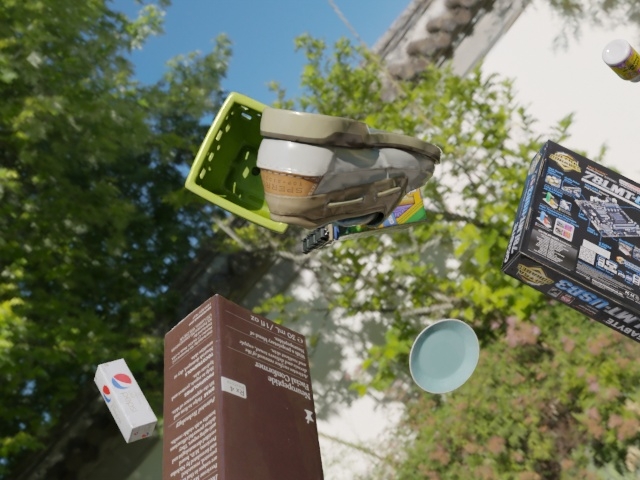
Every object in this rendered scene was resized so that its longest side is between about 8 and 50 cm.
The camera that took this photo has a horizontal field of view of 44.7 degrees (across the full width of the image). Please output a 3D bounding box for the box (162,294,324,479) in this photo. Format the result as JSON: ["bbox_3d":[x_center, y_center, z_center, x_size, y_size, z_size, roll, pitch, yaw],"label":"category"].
[{"bbox_3d":[-0.111,0.282,1.098,0.143,0.191,0.381,-38,41,28],"label":"box"}]

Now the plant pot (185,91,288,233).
[{"bbox_3d":[-0.135,-0.150,1.651,0.207,0.227,0.228,138,157,-84],"label":"plant pot"}]

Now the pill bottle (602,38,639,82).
[{"bbox_3d":[0.472,-0.274,1.202,0.083,0.043,0.043,22,-67,-42],"label":"pill bottle"}]

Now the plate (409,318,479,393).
[{"bbox_3d":[0.293,0.275,1.862,0.188,0.188,0.024,-49,23,-5],"label":"plate"}]

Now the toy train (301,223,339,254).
[{"bbox_3d":[0.000,0.000,1.163,0.158,0.036,0.027,142,127,-77],"label":"toy train"}]

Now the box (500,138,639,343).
[{"bbox_3d":[0.477,-0.002,1.322,0.293,0.296,0.073,-65,1,-40],"label":"box"}]

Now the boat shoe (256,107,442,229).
[{"bbox_3d":[0.031,-0.066,0.793,0.302,0.113,0.103,-1,-78,-58],"label":"boat shoe"}]

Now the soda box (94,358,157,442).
[{"bbox_3d":[-0.508,0.414,2.023,0.074,0.216,0.069,-10,-42,-39],"label":"soda box"}]

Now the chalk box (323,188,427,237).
[{"bbox_3d":[0.082,-0.098,1.917,0.289,0.179,0.180,-8,-5,-26],"label":"chalk box"}]
